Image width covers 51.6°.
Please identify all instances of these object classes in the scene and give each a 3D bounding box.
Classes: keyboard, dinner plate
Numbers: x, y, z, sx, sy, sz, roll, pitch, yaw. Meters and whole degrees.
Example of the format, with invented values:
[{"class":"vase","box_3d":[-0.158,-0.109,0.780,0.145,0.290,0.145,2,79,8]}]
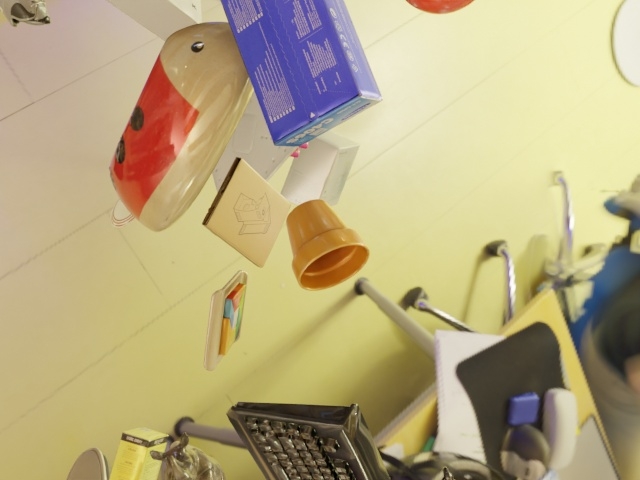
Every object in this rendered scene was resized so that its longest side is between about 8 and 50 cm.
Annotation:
[{"class":"keyboard","box_3d":[0.049,0.251,0.618,0.033,0.201,0.317,-73,152,-43]},{"class":"dinner plate","box_3d":[-0.486,-0.094,1.685,0.017,0.141,0.141,34,74,12]}]

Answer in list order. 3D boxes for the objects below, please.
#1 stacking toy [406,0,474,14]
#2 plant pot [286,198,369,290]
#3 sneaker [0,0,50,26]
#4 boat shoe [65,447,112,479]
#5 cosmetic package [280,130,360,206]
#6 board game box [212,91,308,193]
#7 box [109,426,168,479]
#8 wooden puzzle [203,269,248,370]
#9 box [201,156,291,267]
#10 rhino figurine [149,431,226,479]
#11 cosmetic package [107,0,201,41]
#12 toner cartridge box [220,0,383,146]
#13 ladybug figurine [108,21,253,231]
[{"class":"stacking toy","box_3d":[0.054,-0.332,0.620,0.141,0.141,0.330,-10,59,-30]},{"class":"plant pot","box_3d":[0.000,0.000,1.766,0.205,0.205,0.188,-8,56,-30]},{"class":"sneaker","box_3d":[-0.612,-0.552,1.467,0.228,0.086,0.132,-30,87,16]},{"class":"boat shoe","box_3d":[-0.434,0.569,1.275,0.112,0.335,0.095,-26,135,7]},{"class":"cosmetic package","box_3d":[0.003,-0.228,2.138,0.224,0.138,0.225,-29,141,-66]},{"class":"board game box","box_3d":[-0.207,-0.311,1.957,0.050,0.390,0.390,8,52,-40]},{"class":"box","box_3d":[-0.337,0.452,1.160,0.058,0.087,0.232,12,84,12]},{"class":"wooden puzzle","box_3d":[-0.244,0.211,1.781,0.044,0.238,0.221,11,103,9]},{"class":"box","box_3d":[-0.151,-0.057,1.413,0.201,0.021,0.165,42,66,-48]},{"class":"rhino figurine","box_3d":[-0.180,0.336,0.931,0.073,0.106,0.243,-23,150,-8]},{"class":"cosmetic package","box_3d":[-0.353,-0.601,1.232,0.284,0.097,0.378,24,53,-52]},{"class":"toner cartridge box","box_3d":[-0.049,-0.333,0.994,0.075,0.165,0.348,-11,79,-57]},{"class":"ladybug figurine","box_3d":[-0.257,-0.203,1.186,0.161,0.305,0.449,25,124,-18]}]
